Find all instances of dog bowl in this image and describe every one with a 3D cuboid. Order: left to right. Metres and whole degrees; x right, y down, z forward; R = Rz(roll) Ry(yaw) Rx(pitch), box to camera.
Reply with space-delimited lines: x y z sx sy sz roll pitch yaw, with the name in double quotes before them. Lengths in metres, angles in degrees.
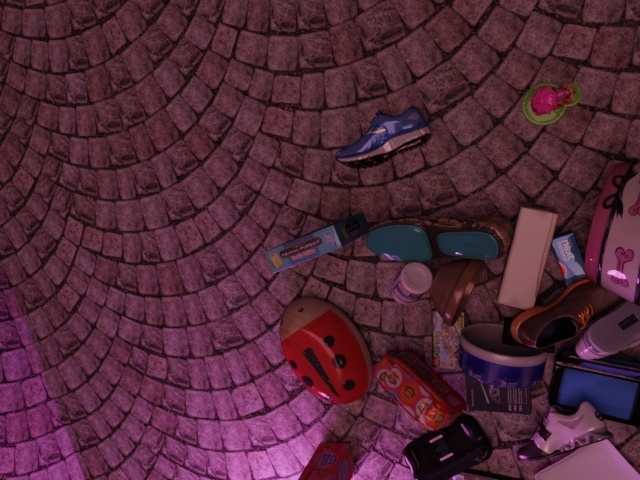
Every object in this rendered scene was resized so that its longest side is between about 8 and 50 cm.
"dog bowl" 0.573 0.358 1.707 0.265 0.265 0.104 8 104 19
"dog bowl" 0.855 -0.035 1.479 0.150 0.408 0.407 17 106 35

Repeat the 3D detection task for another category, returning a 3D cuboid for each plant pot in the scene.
"plant pot" 0.427 0.149 1.744 0.110 0.237 0.237 26 108 23

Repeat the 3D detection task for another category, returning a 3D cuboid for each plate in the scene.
"plate" 0.911 0.808 1.781 0.278 0.045 0.277 47 111 7

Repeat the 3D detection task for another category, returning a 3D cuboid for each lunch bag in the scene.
"lunch bag" 0.343 0.498 1.822 0.293 0.258 0.120 42 106 33

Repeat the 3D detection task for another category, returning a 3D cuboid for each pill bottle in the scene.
"pill bottle" 0.301 0.151 1.813 0.108 0.180 0.107 3 68 -6

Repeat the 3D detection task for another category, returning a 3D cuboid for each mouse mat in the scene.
"mouse mat" 0.656 0.295 1.705 0.153 0.190 0.007 8 110 19

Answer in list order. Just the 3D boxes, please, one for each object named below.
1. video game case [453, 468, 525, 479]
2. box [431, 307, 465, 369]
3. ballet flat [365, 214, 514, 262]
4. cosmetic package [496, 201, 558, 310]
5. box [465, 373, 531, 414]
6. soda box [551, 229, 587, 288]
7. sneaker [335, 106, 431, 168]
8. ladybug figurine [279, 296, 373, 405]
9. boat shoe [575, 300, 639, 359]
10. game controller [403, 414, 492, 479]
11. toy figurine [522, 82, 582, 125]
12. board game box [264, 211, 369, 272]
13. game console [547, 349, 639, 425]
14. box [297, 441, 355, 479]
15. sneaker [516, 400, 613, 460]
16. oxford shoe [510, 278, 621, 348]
"video game case" 0.608 0.951 1.924 0.275 0.035 0.248 4 101 20
"box" 0.445 0.341 1.874 0.114 0.036 0.206 0 100 21
"ballet flat" 0.386 -0.018 1.744 0.483 0.182 0.164 -1 118 38
"cosmetic package" 0.642 0.045 1.683 0.113 0.160 0.309 13 105 17
"box" 0.595 0.483 1.805 0.207 0.108 0.153 0 100 21
"soda box" 0.785 0.079 1.685 0.071 0.067 0.210 -20 92 22
"sneaker" 0.198 -0.346 1.811 0.330 0.130 0.147 -21 78 19
"ladybug figurine" 0.010 0.420 1.981 0.305 0.162 0.449 -40 85 21
"boat shoe" 0.908 0.262 1.603 0.367 0.156 0.135 -24 66 -18
"game controller" 0.448 0.757 1.932 0.319 0.067 0.166 -37 62 21
"toy figurine" 0.684 -0.413 1.584 0.173 0.159 0.130 -17 94 21
"board game box" 0.000 0.000 1.816 0.254 0.336 0.079 -21 91 22
"game console" 0.879 0.460 1.669 0.293 0.250 0.173 8 76 18
"box" 0.027 0.869 2.004 0.128 0.257 0.122 -8 99 21
"sneaker" 0.773 0.624 1.769 0.330 0.123 0.146 -42 55 36
"oxford shoe" 0.751 0.221 1.581 0.364 0.133 0.129 -29 104 -2
